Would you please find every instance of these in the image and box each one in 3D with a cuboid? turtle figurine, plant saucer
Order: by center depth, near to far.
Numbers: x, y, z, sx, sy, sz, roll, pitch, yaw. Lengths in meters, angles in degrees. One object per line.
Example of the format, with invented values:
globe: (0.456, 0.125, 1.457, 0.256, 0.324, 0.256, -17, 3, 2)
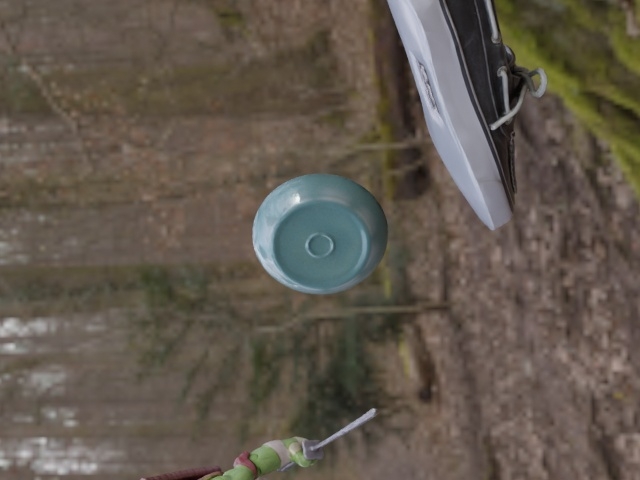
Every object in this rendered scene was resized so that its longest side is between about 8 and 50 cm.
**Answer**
plant saucer: (0.000, 0.000, 1.254, 0.021, 0.119, 0.119, -90, -5, -62)
turtle figurine: (-0.048, 0.314, 1.507, 0.266, 0.274, 0.198, 76, 180, -76)

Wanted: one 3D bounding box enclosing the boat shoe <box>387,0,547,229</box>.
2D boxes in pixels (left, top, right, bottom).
boat shoe: (0.150, -0.145, 1.355, 0.306, 0.105, 0.113, 66, 173, -32)
